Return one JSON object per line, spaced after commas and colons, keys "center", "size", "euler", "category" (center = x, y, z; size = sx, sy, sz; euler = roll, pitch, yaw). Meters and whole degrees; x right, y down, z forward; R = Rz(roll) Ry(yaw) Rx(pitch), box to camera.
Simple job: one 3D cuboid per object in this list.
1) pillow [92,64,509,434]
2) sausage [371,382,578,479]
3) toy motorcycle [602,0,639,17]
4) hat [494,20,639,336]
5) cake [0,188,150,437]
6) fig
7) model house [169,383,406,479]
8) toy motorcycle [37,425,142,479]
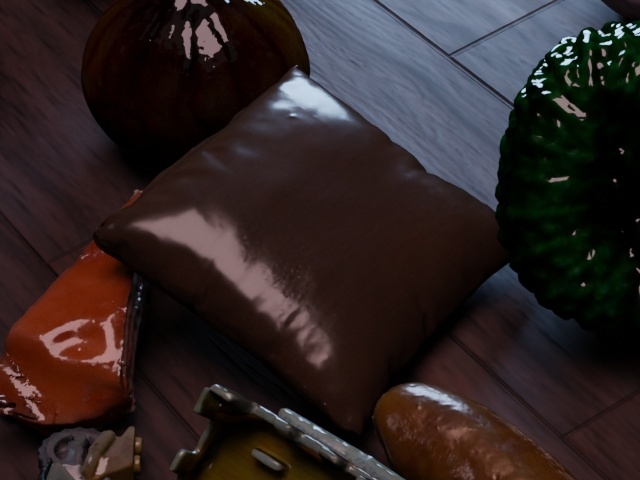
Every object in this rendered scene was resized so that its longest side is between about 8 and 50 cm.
{"center": [0.000, 0.000, 1.786], "size": [0.305, 0.108, 0.308], "euler": [36, 53, 14], "category": "pillow"}
{"center": [0.144, 0.205, 1.582], "size": [0.109, 0.109, 0.270], "euler": [-31, 48, -23], "category": "sausage"}
{"center": [0.394, -0.296, 2.091], "size": [0.260, 0.110, 0.171], "euler": [5, 60, 4], "category": "toy motorcycle"}
{"center": [0.288, -0.074, 1.790], "size": [0.242, 0.274, 0.332], "euler": [13, 16, 5], "category": "hat"}
{"center": [-0.196, 0.067, 1.793], "size": [0.135, 0.098, 0.287], "euler": [12, 51, 22], "category": "cake"}
{"center": [-0.128, -0.181, 1.976], "size": [0.235, 0.214, 0.235], "euler": [1, 67, -2], "category": "fig"}
{"center": [-0.019, 0.247, 1.480], "size": [0.224, 0.215, 0.198], "euler": [27, 85, 33], "category": "model house"}
{"center": [-0.179, 0.232, 1.620], "size": [0.129, 0.094, 0.229], "euler": [-3, 30, 0], "category": "toy motorcycle"}
